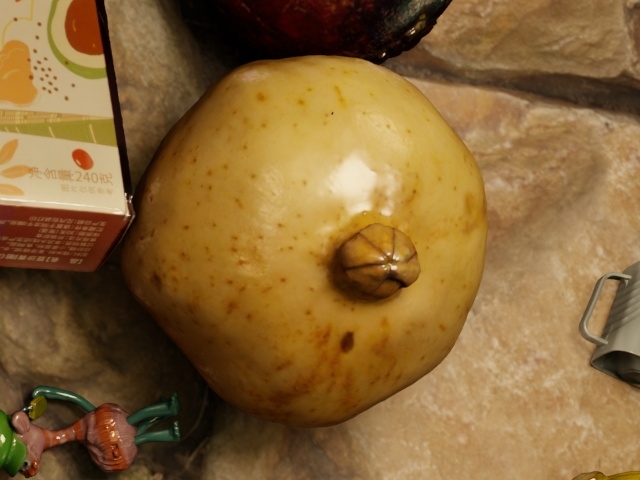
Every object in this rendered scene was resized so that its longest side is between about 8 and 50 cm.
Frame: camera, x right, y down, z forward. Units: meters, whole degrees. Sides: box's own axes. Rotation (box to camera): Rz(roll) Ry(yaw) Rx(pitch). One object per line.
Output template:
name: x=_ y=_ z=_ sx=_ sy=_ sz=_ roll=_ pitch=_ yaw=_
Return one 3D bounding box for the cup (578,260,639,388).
cup: x=0.361 y=0.093 z=2.175 sx=0.128 sy=0.095 sz=0.129 roll=24 pitch=68 yaw=-9

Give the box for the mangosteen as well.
mangosteen: x=0.006 y=-0.331 z=2.051 sx=0.330 sy=0.330 sz=0.330 roll=4 pitch=76 yaw=-17

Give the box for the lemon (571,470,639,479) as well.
lemon: x=0.322 y=0.406 z=1.967 sx=0.348 sy=0.348 sz=0.348 roll=4 pitch=76 yaw=-17

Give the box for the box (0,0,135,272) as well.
box: x=-0.400 y=-0.155 z=1.898 sx=0.385 sy=0.122 sz=0.345 roll=4 pitch=58 yaw=-26

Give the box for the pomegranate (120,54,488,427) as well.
pomegranate: x=0.000 y=0.000 z=1.908 sx=0.410 sy=0.410 sz=0.410 roll=4 pitch=76 yaw=-17

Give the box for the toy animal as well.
toy animal: x=-0.247 y=0.189 z=1.967 sx=0.208 sy=0.100 sz=0.103 roll=-8 pitch=57 yaw=-10
